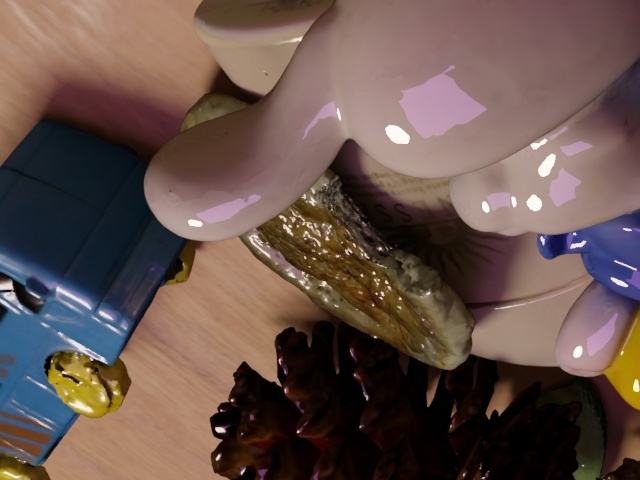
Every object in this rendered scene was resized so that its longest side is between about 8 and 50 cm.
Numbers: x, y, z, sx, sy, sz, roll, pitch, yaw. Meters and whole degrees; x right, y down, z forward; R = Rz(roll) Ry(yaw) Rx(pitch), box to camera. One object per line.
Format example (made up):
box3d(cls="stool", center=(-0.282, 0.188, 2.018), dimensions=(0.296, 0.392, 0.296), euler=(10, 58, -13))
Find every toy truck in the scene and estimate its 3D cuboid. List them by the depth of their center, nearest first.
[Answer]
box3d(cls="toy truck", center=(-0.222, 0.072, 1.161), dimensions=(0.162, 0.161, 0.385), euler=(33, 141, -8))

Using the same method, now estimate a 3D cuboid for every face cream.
box3d(cls="face cream", center=(0.077, -0.039, 0.972), dimensions=(0.174, 0.081, 0.348), euler=(-6, 138, 34))

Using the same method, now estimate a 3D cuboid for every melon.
box3d(cls="melon", center=(0.177, 0.175, 1.261), dimensions=(0.114, 0.053, 0.261), euler=(31, 140, 10))

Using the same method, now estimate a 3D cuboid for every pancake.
box3d(cls="pancake", center=(0.000, 0.000, 0.997), dimensions=(0.254, 0.037, 0.253), euler=(38, 166, 11))

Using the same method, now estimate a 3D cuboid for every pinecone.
box3d(cls="pinecone", center=(0.049, 0.176, 1.138), dimensions=(0.292, 0.246, 0.246), euler=(24, 148, 24))

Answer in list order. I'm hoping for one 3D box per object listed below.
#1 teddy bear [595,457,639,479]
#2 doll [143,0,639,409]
box3d(cls="teddy bear", center=(0.271, 0.206, 1.134), dimensions=(0.222, 0.246, 0.296), euler=(40, 165, 50))
box3d(cls="doll", center=(0.147, -0.089, 0.790), dimensions=(0.366, 0.187, 0.376), euler=(32, 130, -26))
